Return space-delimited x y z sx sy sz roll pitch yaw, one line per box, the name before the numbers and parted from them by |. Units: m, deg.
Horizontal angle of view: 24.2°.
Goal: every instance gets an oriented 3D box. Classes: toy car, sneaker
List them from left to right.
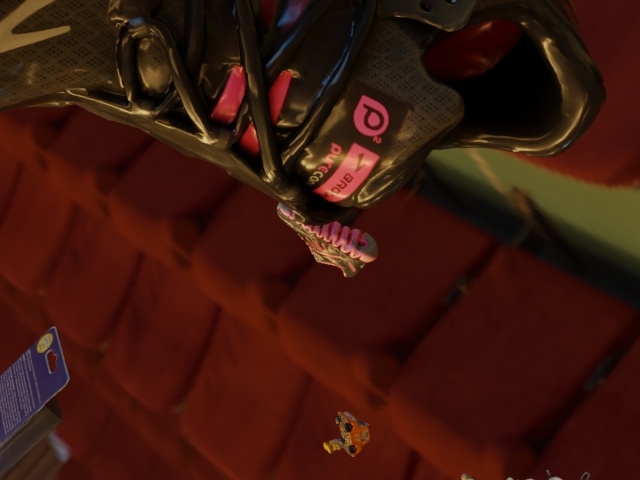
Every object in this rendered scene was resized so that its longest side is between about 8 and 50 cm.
sneaker | -0.028 -0.115 0.802 0.202 0.483 0.185 61 141 31
sneaker | 0.000 0.000 1.602 0.119 0.047 0.057 32 129 -6
toy car | 0.034 0.249 1.963 0.122 0.040 0.060 168 87 -73

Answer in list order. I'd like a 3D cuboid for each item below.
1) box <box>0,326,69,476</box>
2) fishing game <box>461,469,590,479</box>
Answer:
box | -0.357 0.206 1.651 0.036 0.225 0.136 44 -174 -29
fishing game | 0.282 0.271 1.528 0.189 0.041 0.264 29 161 -24
